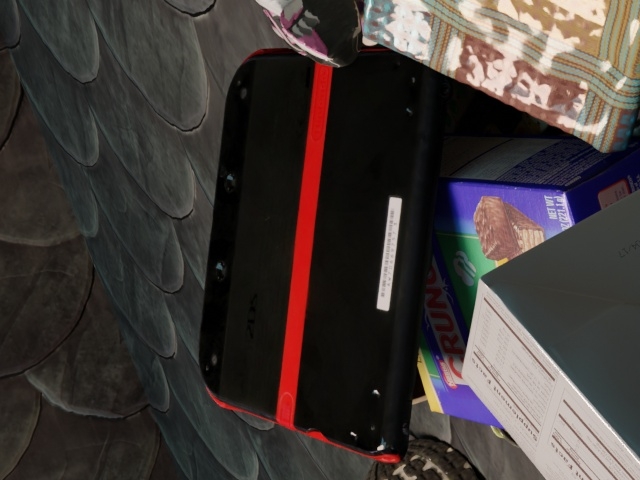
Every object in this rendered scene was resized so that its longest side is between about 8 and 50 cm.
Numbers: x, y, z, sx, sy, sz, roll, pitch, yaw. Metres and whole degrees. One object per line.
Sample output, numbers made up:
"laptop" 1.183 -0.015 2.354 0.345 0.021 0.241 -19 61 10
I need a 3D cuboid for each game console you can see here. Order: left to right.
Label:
"game console" 0.000 0.000 1.545 0.342 0.060 0.387 9 94 52

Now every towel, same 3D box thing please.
"towel" 0.153 -0.254 1.216 0.271 0.040 0.370 29 141 22

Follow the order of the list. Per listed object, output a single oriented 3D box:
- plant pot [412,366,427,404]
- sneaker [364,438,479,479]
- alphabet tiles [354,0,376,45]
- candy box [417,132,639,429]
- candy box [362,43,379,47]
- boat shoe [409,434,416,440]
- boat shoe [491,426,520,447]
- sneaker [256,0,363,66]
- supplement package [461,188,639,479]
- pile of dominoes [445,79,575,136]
"plant pot" 0.063 0.068 1.778 0.237 0.237 0.254 62 176 3
"sneaker" 0.195 0.429 2.013 0.410 0.158 0.182 49 167 41
"alphabet tiles" 0.012 -0.317 1.410 0.284 0.021 0.278 63 158 -6
"candy box" 0.199 0.043 1.464 0.317 0.122 0.268 8 121 59
"candy box" 0.039 -0.346 1.465 0.183 0.087 0.316 -1 115 66
"boat shoe" 0.136 0.311 2.149 0.100 0.035 0.035 49 154 17
"boat shoe" 0.230 0.174 1.653 0.305 0.091 0.109 34 146 53
"sneaker" -0.004 -0.205 1.486 0.077 0.072 0.178 61 176 -40
"supplement package" 0.274 0.079 1.171 0.204 0.262 0.145 51 157 28
"pile of dominoes" 0.175 -0.079 1.544 0.196 0.040 0.251 57 160 15
